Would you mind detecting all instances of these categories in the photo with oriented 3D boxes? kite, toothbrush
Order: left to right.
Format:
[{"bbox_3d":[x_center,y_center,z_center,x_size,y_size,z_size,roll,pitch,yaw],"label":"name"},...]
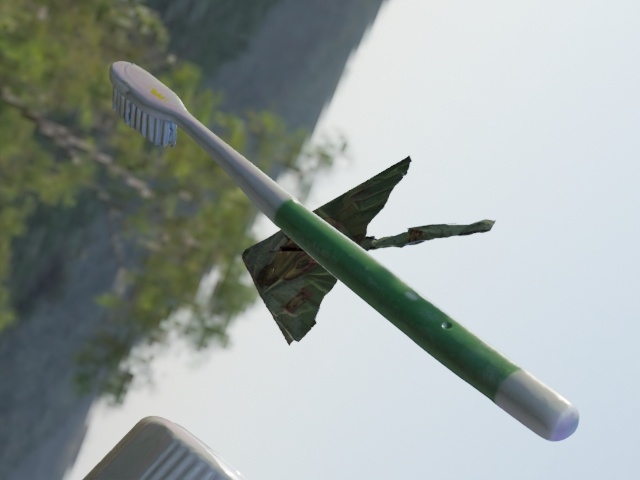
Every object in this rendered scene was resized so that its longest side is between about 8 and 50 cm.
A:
[{"bbox_3d":[0.000,0.000,0.720,0.018,0.257,0.024,-27,139,-34],"label":"toothbrush"},{"bbox_3d":[0.031,0.005,1.527,0.250,0.012,0.229,-8,-141,38],"label":"kite"}]

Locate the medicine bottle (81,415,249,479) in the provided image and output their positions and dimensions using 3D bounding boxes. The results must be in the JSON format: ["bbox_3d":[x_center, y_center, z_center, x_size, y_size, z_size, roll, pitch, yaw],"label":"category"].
[{"bbox_3d":[-0.179,0.299,1.185,0.395,0.242,0.242,-50,178,-16],"label":"medicine bottle"}]
